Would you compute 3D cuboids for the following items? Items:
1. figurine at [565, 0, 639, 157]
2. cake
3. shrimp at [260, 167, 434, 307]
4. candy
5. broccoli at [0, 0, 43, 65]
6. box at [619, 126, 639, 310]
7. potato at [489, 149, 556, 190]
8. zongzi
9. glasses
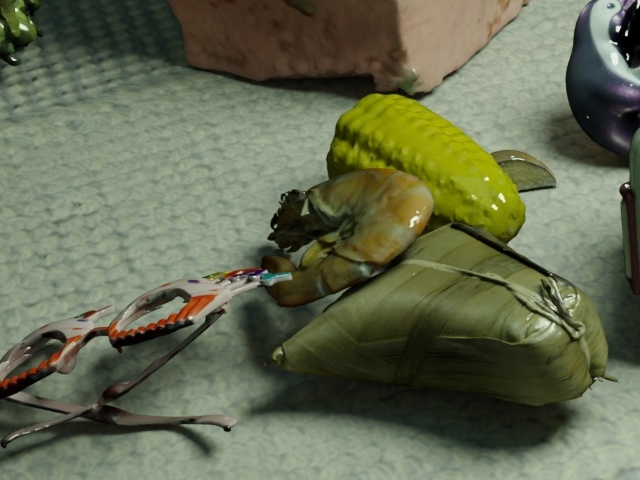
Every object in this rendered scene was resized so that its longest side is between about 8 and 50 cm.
[{"bbox_3d":[0.314,-0.135,1.645,0.222,0.145,0.145,5,35,3],"label":"figurine"},{"bbox_3d":[0.011,-0.322,1.821,0.314,0.306,0.293,15,44,31],"label":"cake"},{"bbox_3d":[0.003,0.002,1.510,0.133,0.053,0.236,-58,26,-16],"label":"shrimp"},{"bbox_3d":[0.089,-0.046,1.567,0.106,0.094,0.199,-35,35,-17],"label":"candy"},{"bbox_3d":[-0.438,-0.230,1.884,0.334,0.272,0.324,-10,73,-11],"label":"broccoli"},{"bbox_3d":[0.363,-0.042,1.429,0.294,0.193,0.167,-3,29,9],"label":"box"},{"bbox_3d":[0.145,-0.060,1.639,0.093,0.036,0.037,-9,37,3],"label":"potato"},{"bbox_3d":[0.082,0.074,1.400,0.197,0.099,0.194,-26,28,-23],"label":"zongzi"},{"bbox_3d":[-0.137,0.085,1.470,0.255,0.095,0.162,-17,20,13],"label":"glasses"}]
